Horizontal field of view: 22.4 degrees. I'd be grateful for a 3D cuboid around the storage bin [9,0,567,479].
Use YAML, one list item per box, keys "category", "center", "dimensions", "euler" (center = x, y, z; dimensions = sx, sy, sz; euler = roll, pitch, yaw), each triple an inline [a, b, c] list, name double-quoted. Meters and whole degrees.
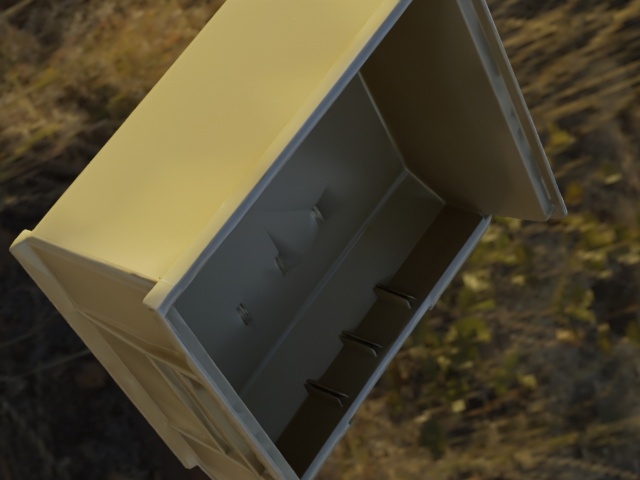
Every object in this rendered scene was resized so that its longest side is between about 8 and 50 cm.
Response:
- category: "storage bin"
  center: [0.000, 0.000, 0.918]
  dimensions: [0.262, 0.123, 0.260]
  euler: [-54, 139, -22]
